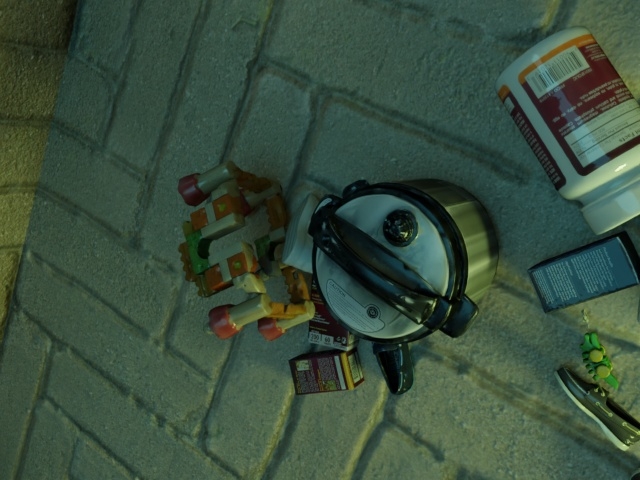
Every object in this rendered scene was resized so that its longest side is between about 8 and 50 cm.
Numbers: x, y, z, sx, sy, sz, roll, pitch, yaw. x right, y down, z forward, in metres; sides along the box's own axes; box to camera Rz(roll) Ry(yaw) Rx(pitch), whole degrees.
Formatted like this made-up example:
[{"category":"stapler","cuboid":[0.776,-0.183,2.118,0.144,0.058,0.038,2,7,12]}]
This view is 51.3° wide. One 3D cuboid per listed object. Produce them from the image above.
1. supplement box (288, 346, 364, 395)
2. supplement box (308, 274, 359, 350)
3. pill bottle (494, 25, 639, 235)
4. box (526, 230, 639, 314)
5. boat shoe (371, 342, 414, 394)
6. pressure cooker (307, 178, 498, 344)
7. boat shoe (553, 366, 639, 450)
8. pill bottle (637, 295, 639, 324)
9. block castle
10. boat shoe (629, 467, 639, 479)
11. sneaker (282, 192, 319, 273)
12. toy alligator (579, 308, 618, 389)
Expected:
[{"category":"supplement box","cuboid":[0.015,0.364,1.859,0.188,0.080,0.104,-13,90,30]},{"category":"supplement box","cuboid":[0.042,0.169,1.825,0.130,0.073,0.240,7,98,29]},{"category":"pill bottle","cuboid":[0.558,-0.225,1.392,0.224,0.224,0.392,-34,80,29]},{"category":"box","cuboid":[0.582,0.069,1.456,0.207,0.153,0.108,-25,83,29]},{"category":"boat shoe","cuboid":[0.185,0.276,1.746,0.109,0.089,0.258,-27,83,30]},{"category":"pressure cooker","cuboid":[0.183,0.038,1.527,0.369,0.420,0.376,-8,93,30]},{"category":"boat shoe","cuboid":[0.631,0.367,1.509,0.228,0.081,0.069,46,113,9]},{"category":"pill bottle","cuboid":[0.724,0.069,1.343,0.131,0.131,0.229,7,68,29]},{"category":"block castle","cuboid":[-0.215,0.038,1.784,0.212,0.303,0.454,-24,72,24]},{"category":"boat shoe","cuboid":[0.744,0.662,1.464,0.108,0.102,0.301,-11,91,30]},{"category":"sneaker","cuboid":[0.000,0.000,1.767,0.169,0.293,0.108,28,126,-13]},{"category":"toy alligator","cuboid":[0.615,0.252,1.514,0.051,0.056,0.190,-26,83,30]}]
